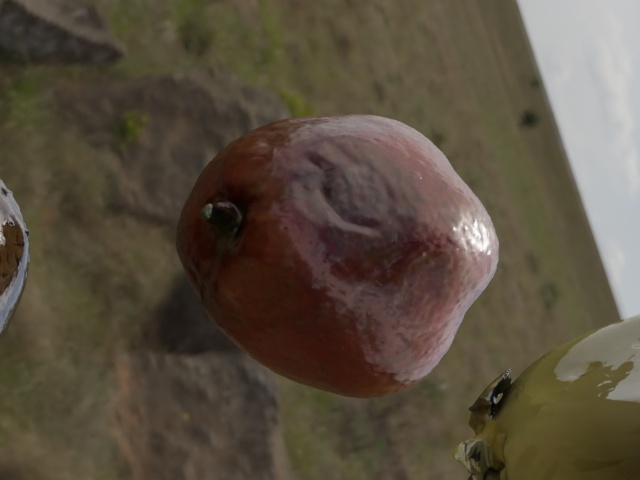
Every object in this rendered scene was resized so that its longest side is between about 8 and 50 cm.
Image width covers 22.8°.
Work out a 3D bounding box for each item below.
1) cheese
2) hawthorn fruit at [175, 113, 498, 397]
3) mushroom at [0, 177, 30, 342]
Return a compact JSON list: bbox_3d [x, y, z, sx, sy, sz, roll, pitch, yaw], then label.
[{"bbox_3d":[0.231,0.116,0.869,0.259,0.316,0.128,-99,-177,-71],"label":"cheese"},{"bbox_3d":[0.000,0.000,1.184,0.261,0.224,0.224,21,44,-40],"label":"hawthorn fruit"},{"bbox_3d":[-0.278,-0.003,1.080,0.231,0.138,0.194,40,-13,36],"label":"mushroom"}]
